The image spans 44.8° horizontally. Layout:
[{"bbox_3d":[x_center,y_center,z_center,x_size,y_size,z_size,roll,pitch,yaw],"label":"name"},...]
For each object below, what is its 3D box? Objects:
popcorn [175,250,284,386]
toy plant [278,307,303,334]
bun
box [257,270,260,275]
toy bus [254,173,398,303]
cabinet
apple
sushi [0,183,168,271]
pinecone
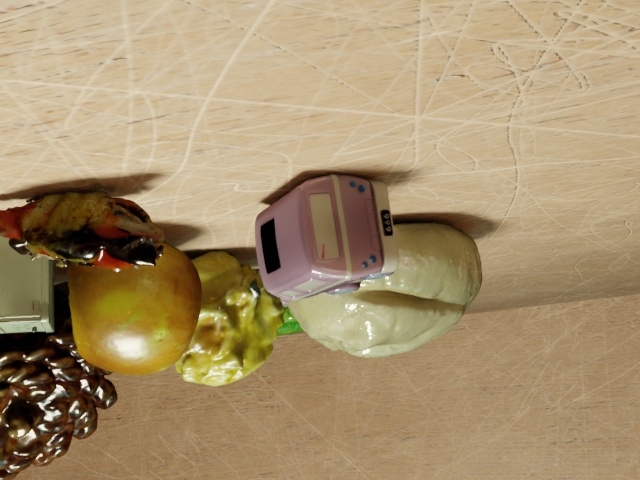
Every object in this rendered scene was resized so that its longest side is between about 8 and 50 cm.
[{"bbox_3d":[-0.184,0.142,1.426,0.225,0.250,0.249,-8,169,36],"label":"popcorn"},{"bbox_3d":[-0.132,0.202,2.026,0.315,0.185,0.224,-17,-179,-29],"label":"toy plant"},{"bbox_3d":[0.114,0.097,1.380,0.364,0.220,0.365,-8,171,-1],"label":"bun"},{"bbox_3d":[-0.103,0.108,1.709,0.259,0.071,0.168,-5,169,-10],"label":"box"},{"bbox_3d":[0.000,0.000,1.044,0.142,0.142,0.202,-6,169,-27],"label":"toy bus"},{"bbox_3d":[-0.481,0.056,1.074,0.206,0.150,0.145,-1,169,-17],"label":"cabinet"},{"bbox_3d":[-0.301,0.095,1.206,0.207,0.237,0.237,13,162,-24],"label":"apple"},{"bbox_3d":[-0.288,-0.016,0.944,0.225,0.097,0.103,9,165,7],"label":"sushi"},{"bbox_3d":[-0.556,0.216,1.377,0.397,0.398,0.398,-5,169,-1],"label":"pinecone"}]
